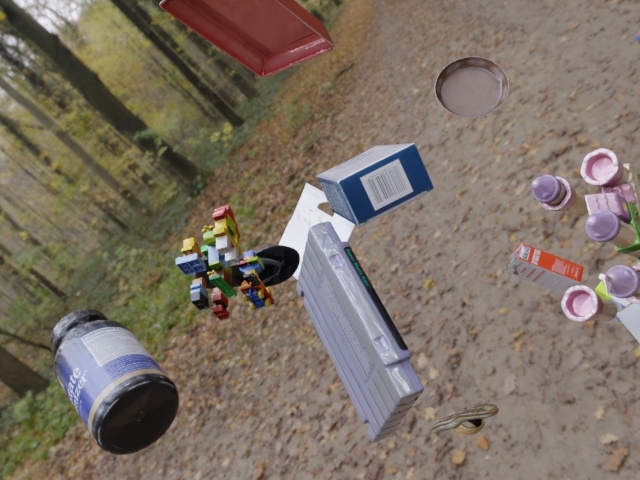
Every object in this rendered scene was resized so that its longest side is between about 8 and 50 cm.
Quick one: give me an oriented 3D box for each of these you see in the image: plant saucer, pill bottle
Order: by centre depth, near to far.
[{"bbox_3d":[-0.304,0.191,0.879,0.123,0.123,0.219,-49,48,-10],"label":"pill bottle"},{"bbox_3d":[-0.134,-0.417,1.143,0.259,0.258,0.048,1,67,54],"label":"plant saucer"},{"bbox_3d":[0.351,-0.351,1.426,0.168,0.168,0.029,-49,-23,-9],"label":"plant saucer"}]

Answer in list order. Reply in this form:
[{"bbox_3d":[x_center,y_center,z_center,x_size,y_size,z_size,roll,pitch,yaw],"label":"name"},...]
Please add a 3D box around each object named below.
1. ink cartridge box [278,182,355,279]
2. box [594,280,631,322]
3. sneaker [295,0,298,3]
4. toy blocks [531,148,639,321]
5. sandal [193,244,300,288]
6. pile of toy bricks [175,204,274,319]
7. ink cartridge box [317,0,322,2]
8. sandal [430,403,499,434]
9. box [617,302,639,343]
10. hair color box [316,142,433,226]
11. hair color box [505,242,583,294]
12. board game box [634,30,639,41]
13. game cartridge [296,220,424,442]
[{"bbox_3d":[0.000,0.000,1.623,0.275,0.060,0.239,33,101,51],"label":"ink cartridge box"},{"bbox_3d":[0.919,0.207,1.859,0.042,0.109,0.178,-44,56,-16],"label":"box"},{"bbox_3d":[0.001,-0.640,1.247,0.384,0.147,0.145,-27,29,50],"label":"sneaker"},{"bbox_3d":[0.525,-0.032,1.040,0.308,0.260,0.289,-24,62,42],"label":"toy blocks"},{"bbox_3d":[-0.160,0.072,1.404,0.254,0.097,0.054,-10,20,-24],"label":"sandal"},{"bbox_3d":[-0.145,0.026,0.910,0.117,0.212,0.105,-14,56,8],"label":"pile of toy bricks"},{"bbox_3d":[0.109,-0.712,1.576,0.255,0.097,0.189,-12,3,0],"label":"ink cartridge box"},{"bbox_3d":[0.302,0.378,1.265,0.072,0.049,0.180,-11,-21,-42],"label":"sandal"},{"bbox_3d":[0.694,0.121,1.198,0.170,0.091,0.130,-22,-22,-32],"label":"box"},{"bbox_3d":[0.106,-0.129,1.346,0.173,0.105,0.347,-26,11,-3],"label":"hair color box"},{"bbox_3d":[0.582,0.075,1.596,0.093,0.167,0.054,100,-168,-65],"label":"hair color box"},{"bbox_3d":[0.492,-0.252,0.712,0.027,0.145,0.281,-48,-4,-1],"label":"board game box"},{"bbox_3d":[0.060,0.163,1.118,0.068,0.355,0.230,-14,-32,-24],"label":"game cartridge"}]
